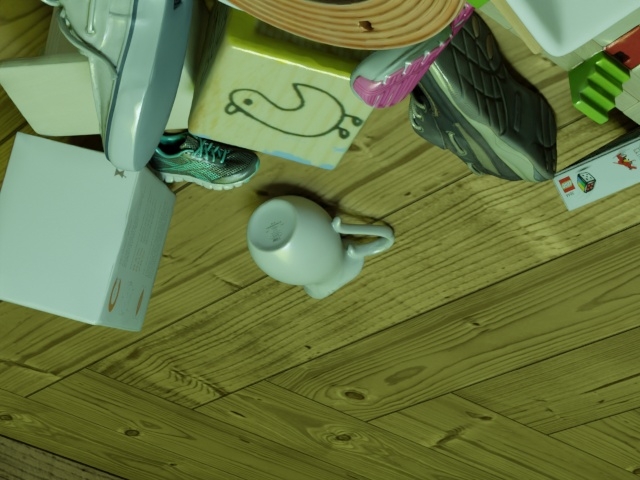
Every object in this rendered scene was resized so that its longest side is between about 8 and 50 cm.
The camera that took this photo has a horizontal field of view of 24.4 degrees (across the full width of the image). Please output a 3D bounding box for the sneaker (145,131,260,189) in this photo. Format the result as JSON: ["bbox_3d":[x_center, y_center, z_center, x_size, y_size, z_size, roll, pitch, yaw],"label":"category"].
[{"bbox_3d":[-0.168,-0.116,2.052,0.166,0.065,0.076,2,147,9],"label":"sneaker"}]

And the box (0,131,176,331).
[{"bbox_3d":[-0.321,-0.002,2.003,0.168,0.215,0.345,14,175,3],"label":"box"}]

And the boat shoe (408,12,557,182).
[{"bbox_3d":[0.166,-0.165,1.797,0.130,0.132,0.355,-11,145,31],"label":"boat shoe"}]

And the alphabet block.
[{"bbox_3d":[-0.029,-0.223,1.677,0.192,0.193,0.197,12,151,-11],"label":"alphabet block"}]

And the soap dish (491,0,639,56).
[{"bbox_3d":[0.212,-0.300,1.228,0.229,0.118,0.291,-34,147,13],"label":"soap dish"}]

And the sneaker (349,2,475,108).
[{"bbox_3d":[0.087,-0.236,1.557,0.111,0.252,0.103,38,139,0],"label":"sneaker"}]

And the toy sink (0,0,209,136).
[{"bbox_3d":[-0.252,-0.225,1.798,0.234,0.131,0.153,-3,150,14],"label":"toy sink"}]

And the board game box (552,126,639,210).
[{"bbox_3d":[0.444,-0.133,1.745,0.193,0.053,0.305,-28,-178,-44],"label":"board game box"}]

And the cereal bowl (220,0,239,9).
[{"bbox_3d":[0.006,-0.372,1.395,0.339,0.141,0.339,-12,147,-8],"label":"cereal bowl"}]

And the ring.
[{"bbox_3d":[-0.031,-0.271,1.175,0.337,0.032,0.336,25,157,11],"label":"ring"}]

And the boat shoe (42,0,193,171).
[{"bbox_3d":[-0.231,-0.259,1.598,0.156,0.136,0.367,15,116,11],"label":"boat shoe"}]

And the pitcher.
[{"bbox_3d":[0.000,0.000,2.178,0.178,0.125,0.207,-27,151,17],"label":"pitcher"}]

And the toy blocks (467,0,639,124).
[{"bbox_3d":[0.350,-0.275,1.533,0.381,0.190,0.261,28,134,-34],"label":"toy blocks"}]
